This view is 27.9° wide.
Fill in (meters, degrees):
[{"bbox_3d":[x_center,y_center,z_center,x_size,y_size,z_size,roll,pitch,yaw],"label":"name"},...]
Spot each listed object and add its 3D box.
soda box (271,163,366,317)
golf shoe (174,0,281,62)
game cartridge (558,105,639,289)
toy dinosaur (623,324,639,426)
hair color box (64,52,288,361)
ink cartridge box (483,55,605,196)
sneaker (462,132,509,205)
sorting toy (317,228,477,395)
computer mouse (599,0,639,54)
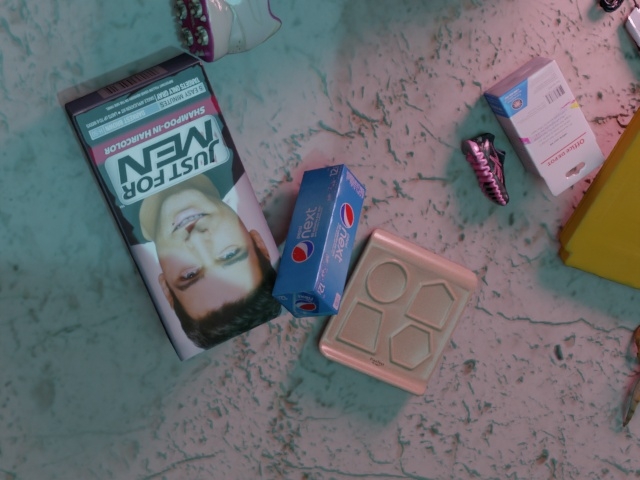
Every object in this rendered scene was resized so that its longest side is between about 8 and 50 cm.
[{"bbox_3d":[0.000,0.000,1.783,0.067,0.071,0.210,47,46,-42],"label":"soda box"},{"bbox_3d":[-0.127,-0.395,1.704,0.140,0.115,0.306,-14,114,-24],"label":"golf shoe"},{"bbox_3d":[0.558,-0.042,1.969,0.324,0.052,0.285,18,120,-17],"label":"game cartridge"},{"bbox_3d":[0.541,0.201,2.069,0.211,0.064,0.112,-47,113,-1],"label":"toy dinosaur"},{"bbox_3d":[-0.186,-0.045,1.760,0.185,0.113,0.374,-25,110,-10],"label":"hair color box"},{"bbox_3d":[0.335,-0.169,1.914,0.104,0.061,0.181,-34,110,-6],"label":"ink cartridge box"},{"bbox_3d":[0.260,-0.108,1.920,0.057,0.047,0.119,-35,112,-18],"label":"sneaker"},{"bbox_3d":[0.115,0.108,1.934,0.193,0.038,0.208,24,91,-21],"label":"sorting toy"},{"bbox_3d":[0.501,-0.324,1.936,0.106,0.042,0.193,-39,111,-6],"label":"computer mouse"}]
